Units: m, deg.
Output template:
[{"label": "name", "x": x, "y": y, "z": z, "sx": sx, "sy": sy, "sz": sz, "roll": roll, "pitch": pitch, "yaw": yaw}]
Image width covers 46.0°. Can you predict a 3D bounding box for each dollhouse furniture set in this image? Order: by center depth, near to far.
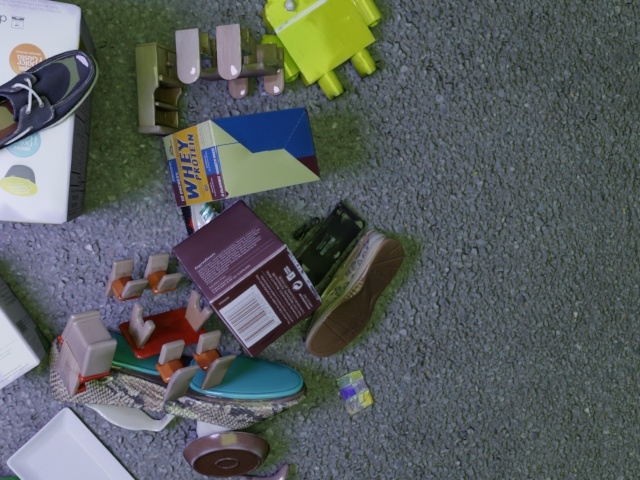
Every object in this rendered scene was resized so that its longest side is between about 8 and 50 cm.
[{"label": "dollhouse furniture set", "x": -0.321, "y": 0.173, "z": 1.332, "sx": 0.259, "sy": 0.262, "sz": 0.135, "roll": -11, "pitch": 141, "yaw": -41}, {"label": "dollhouse furniture set", "x": -0.203, "y": -0.280, "z": 1.375, "sx": 0.242, "sy": 0.212, "sz": 0.161, "roll": -2, "pitch": 92, "yaw": 17}]

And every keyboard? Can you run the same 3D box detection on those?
[{"label": "keyboard", "x": 0.000, "y": 0.000, "z": 1.535, "sx": 0.108, "sy": 0.023, "sz": 0.180, "roll": 42, "pitch": 83, "yaw": -18}]

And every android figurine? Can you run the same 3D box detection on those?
[{"label": "android figurine", "x": -0.004, "y": -0.423, "z": 1.493, "sx": 0.248, "sy": 0.056, "sz": 0.273, "roll": -34, "pitch": 102, "yaw": -9}]

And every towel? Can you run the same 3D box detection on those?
[{"label": "towel", "x": 0.073, "y": 0.318, "z": 1.576, "sx": 0.060, "sy": 0.009, "sz": 0.083, "roll": -23, "pitch": 98, "yaw": -10}]

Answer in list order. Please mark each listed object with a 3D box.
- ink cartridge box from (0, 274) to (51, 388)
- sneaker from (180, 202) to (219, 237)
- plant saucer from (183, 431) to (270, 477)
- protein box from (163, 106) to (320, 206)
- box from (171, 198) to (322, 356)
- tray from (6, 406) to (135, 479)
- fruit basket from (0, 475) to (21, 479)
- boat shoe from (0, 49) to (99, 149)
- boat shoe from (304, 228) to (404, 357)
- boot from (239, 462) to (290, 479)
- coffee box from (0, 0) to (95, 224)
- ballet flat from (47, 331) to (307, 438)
[{"label": "ink cartridge box", "x": -0.586, "y": 0.138, "z": 1.336, "sx": 0.092, "sy": 0.160, "sz": 0.219, "roll": -34, "pitch": 99, "yaw": -9}, {"label": "sneaker", "x": -0.224, "y": -0.048, "z": 1.469, "sx": 0.075, "sy": 0.057, "sz": 0.161, "roll": -15, "pitch": 95, "yaw": -29}, {"label": "plant saucer", "x": -0.181, "y": 0.420, "z": 1.456, "sx": 0.168, "sy": 0.029, "sz": 0.168, "roll": -4, "pitch": 139, "yaw": -4}, {"label": "protein box", "x": -0.146, "y": -0.150, "z": 1.372, "sx": 0.200, "sy": 0.201, "sz": 0.136, "roll": -14, "pitch": 96, "yaw": -34}, {"label": "box", "x": -0.136, "y": 0.066, "z": 1.387, "sx": 0.167, "sy": 0.203, "sz": 0.168, "roll": -37, "pitch": 131, "yaw": -8}, {"label": "tray", "x": -0.452, "y": 0.464, "z": 1.434, "sx": 0.270, "sy": 0.030, "sz": 0.145, "roll": 52, "pitch": 56, "yaw": -11}, {"label": "fruit basket", "x": -0.674, "y": 0.502, "z": 1.280, "sx": 0.392, "sy": 0.392, "sz": 0.283, "roll": 23, "pitch": 87, "yaw": -13}, {"label": "boat shoe", "x": -0.412, "y": -0.190, "z": 1.055, "sx": 0.233, "sy": 0.079, "sz": 0.084, "roll": -36, "pitch": 101, "yaw": -11}, {"label": "boat shoe", "x": 0.059, "y": 0.108, "z": 1.531, "sx": 0.285, "sy": 0.089, "sz": 0.104, "roll": -52, "pitch": 129, "yaw": -3}, {"label": "boot", "x": -0.122, "y": 0.496, "z": 1.528, "sx": 0.087, "sy": 0.042, "sz": 0.118, "roll": 23, "pitch": 81, "yaw": -6}, {"label": "coffee box", "x": -0.560, "y": -0.205, "z": 1.229, "sx": 0.337, "sy": 0.338, "sz": 0.334, "roll": 4, "pitch": 93, "yaw": -14}, {"label": "ballet flat", "x": -0.276, "y": 0.290, "z": 1.438, "sx": 0.482, "sy": 0.164, "sz": 0.182, "roll": 12, "pitch": 112, "yaw": -8}]
